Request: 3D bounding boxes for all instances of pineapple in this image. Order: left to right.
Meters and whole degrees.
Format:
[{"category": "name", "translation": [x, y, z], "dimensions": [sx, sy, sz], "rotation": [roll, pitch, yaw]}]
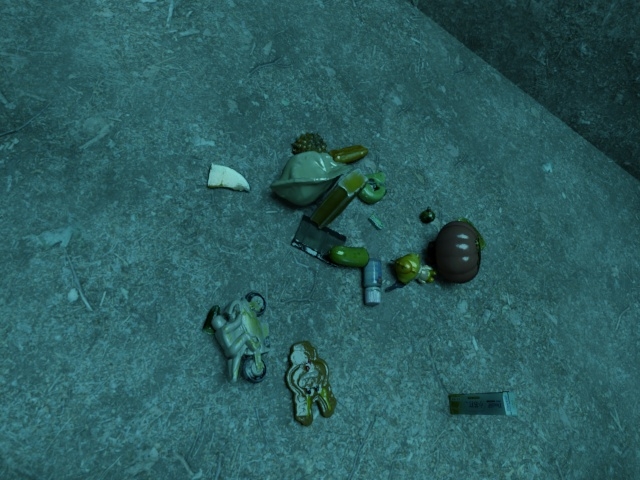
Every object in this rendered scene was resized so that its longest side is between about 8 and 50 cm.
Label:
[{"category": "pineapple", "translation": [-0.034, -0.445, 1.890], "dimensions": [0.161, 0.137, 0.176], "rotation": [-28, 81, -32]}]

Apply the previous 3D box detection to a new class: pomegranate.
[{"category": "pomegranate", "translation": [0.554, -0.128, 2.057], "dimensions": [0.073, 0.085, 0.073], "rotation": [7, 61, -12]}]

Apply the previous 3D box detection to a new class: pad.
[{"category": "pad", "translation": [0.000, 0.000, 1.782], "dimensions": [0.232, 0.022, 0.174], "rotation": [28, 59, -11]}]

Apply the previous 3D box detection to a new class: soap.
[{"category": "soap", "translation": [0.079, -0.174, 1.733], "dimensions": [0.089, 0.274, 0.173], "rotation": [47, 50, 3]}]

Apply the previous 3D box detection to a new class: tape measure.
[{"category": "tape measure", "translation": [0.248, -0.258, 1.971], "dimensions": [0.177, 0.087, 0.154], "rotation": [-14, 75, -27]}]

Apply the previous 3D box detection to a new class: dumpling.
[{"category": "dumpling", "translation": [-0.006, -0.271, 1.731], "dimensions": [0.395, 0.315, 0.233], "rotation": [-25, 113, -46]}]

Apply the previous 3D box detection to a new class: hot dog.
[{"category": "hot dog", "translation": [0.129, -0.415, 1.992], "dimensions": [0.249, 0.076, 0.102], "rotation": [-21, 42, -32]}]

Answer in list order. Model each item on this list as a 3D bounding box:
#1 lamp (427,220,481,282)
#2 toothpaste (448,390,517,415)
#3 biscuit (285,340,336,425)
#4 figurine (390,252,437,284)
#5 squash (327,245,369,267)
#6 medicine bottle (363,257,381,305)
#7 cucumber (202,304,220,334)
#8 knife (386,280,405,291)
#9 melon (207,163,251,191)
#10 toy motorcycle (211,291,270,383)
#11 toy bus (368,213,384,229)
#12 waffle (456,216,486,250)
[{"category": "lamp", "translation": [0.639, 0.057, 1.928], "dimensions": [0.305, 0.239, 0.306], "rotation": [9, 79, -62]}, {"category": "toothpaste", "translation": [0.647, 0.658, 1.625], "dimensions": [0.070, 0.313, 0.089], "rotation": [9, 66, -21]}, {"category": "biscuit", "translation": [-0.044, 0.529, 1.520], "dimensions": [0.185, 0.044, 0.295], "rotation": [-10, 74, -30]}, {"category": "figurine", "translation": [0.435, 0.135, 1.873], "dimensions": [0.246, 0.131, 0.156], "rotation": [24, 91, -30]}, {"category": "squash", "translation": [0.113, 0.069, 1.744], "dimensions": [0.187, 0.095, 0.095], "rotation": [5, 66, -33]}, {"category": "medicine bottle", "translation": [0.228, 0.182, 1.773], "dimensions": [0.083, 0.083, 0.203], "rotation": [13, 65, -19]}, {"category": "cucumber", "translation": [-0.392, 0.284, 1.462], "dimensions": [0.048, 0.048, 0.105], "rotation": [19, 59, -17]}, {"category": "knife", "translation": [0.345, 0.213, 1.852], "dimensions": [0.121, 0.018, 0.031], "rotation": [-20, 76, -29]}, {"category": "melon", "translation": [-0.382, -0.260, 1.700], "dimensions": [0.182, 0.054, 0.098], "rotation": [4, 73, -23]}, {"category": "toy motorcycle", "translation": [-0.284, 0.337, 1.446], "dimensions": [0.222, 0.107, 0.341], "rotation": [15, 55, -36]}, {"category": "toy bus", "translation": [0.269, -0.088, 1.940], "dimensions": [0.083, 0.031, 0.037], "rotation": [47, 65, 0]}, {"category": "waffle", "translation": [0.792, -0.037, 2.112], "dimensions": [0.214, 0.054, 0.208], "rotation": [-9, 62, -57]}]
